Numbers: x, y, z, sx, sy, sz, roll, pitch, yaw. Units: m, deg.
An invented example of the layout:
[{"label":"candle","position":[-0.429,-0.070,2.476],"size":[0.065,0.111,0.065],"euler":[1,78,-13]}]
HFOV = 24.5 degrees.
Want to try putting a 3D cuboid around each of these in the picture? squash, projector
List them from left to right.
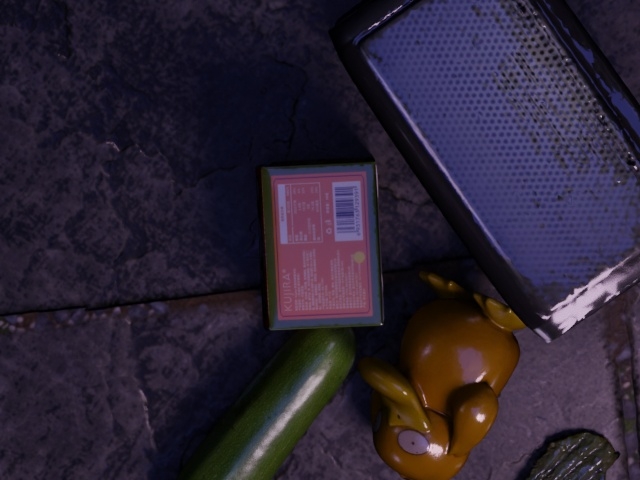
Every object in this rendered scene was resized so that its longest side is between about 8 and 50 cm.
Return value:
[{"label":"squash","position":[-0.084,0.248,1.847],"size":[0.101,0.101,0.379],"euler":[40,96,-2]},{"label":"projector","position":[0.210,-0.133,1.654],"size":[0.242,0.395,0.405],"euler":[-35,93,6]}]

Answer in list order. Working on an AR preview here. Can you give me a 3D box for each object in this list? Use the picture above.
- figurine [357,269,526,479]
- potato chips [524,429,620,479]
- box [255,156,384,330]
[{"label":"figurine","position":[0.150,0.172,1.798],"size":[0.228,0.215,0.215],"euler":[-43,93,-18]},{"label":"potato chips","position":[0.292,0.327,1.878],"size":[0.092,0.028,0.207],"euler":[39,93,-1]},{"label":"box","position":[0.000,0.000,1.781],"size":[0.148,0.177,0.195],"euler":[-3,95,1]}]
